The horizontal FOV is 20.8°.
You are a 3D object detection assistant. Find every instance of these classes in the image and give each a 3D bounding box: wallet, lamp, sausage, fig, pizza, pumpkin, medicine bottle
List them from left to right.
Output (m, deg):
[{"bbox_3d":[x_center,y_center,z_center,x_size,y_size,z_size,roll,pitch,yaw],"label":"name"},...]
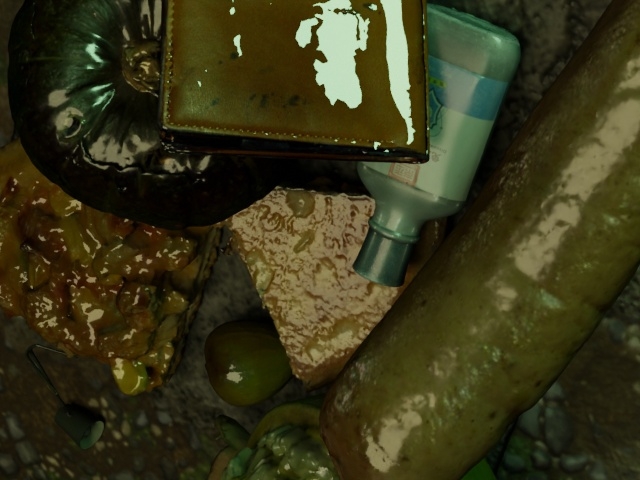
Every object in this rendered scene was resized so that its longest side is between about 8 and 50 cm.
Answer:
[{"bbox_3d":[-0.236,0.142,1.594,0.054,0.041,0.121,32,153,25],"label":"lamp"},{"bbox_3d":[-0.218,-0.021,1.500,0.268,0.087,0.258,28,120,18],"label":"pizza"},{"bbox_3d":[-0.117,-0.126,1.301,0.238,0.238,0.159,52,169,-1],"label":"pumpkin"},{"bbox_3d":[-0.055,0.101,1.470,0.088,0.074,0.074,-12,107,12],"label":"fig"},{"bbox_3d":[-0.019,-0.137,1.227,0.042,0.195,0.161,151,121,-74],"label":"wallet"},{"bbox_3d":[0.000,0.000,1.389,0.193,0.053,0.201,42,112,-2],"label":"pizza"},{"bbox_3d":[0.076,-0.067,1.295,0.090,0.053,0.209,24,107,14],"label":"medicine bottle"},{"bbox_3d":[0.167,-0.020,1.191,0.501,0.136,0.123,-55,48,13],"label":"sausage"}]

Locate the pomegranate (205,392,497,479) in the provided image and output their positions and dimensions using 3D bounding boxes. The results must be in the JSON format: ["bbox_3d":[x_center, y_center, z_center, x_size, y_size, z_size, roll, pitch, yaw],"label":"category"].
[{"bbox_3d":[0.012,0.236,1.400,0.340,0.260,0.260,31,131,51],"label":"pomegranate"}]
